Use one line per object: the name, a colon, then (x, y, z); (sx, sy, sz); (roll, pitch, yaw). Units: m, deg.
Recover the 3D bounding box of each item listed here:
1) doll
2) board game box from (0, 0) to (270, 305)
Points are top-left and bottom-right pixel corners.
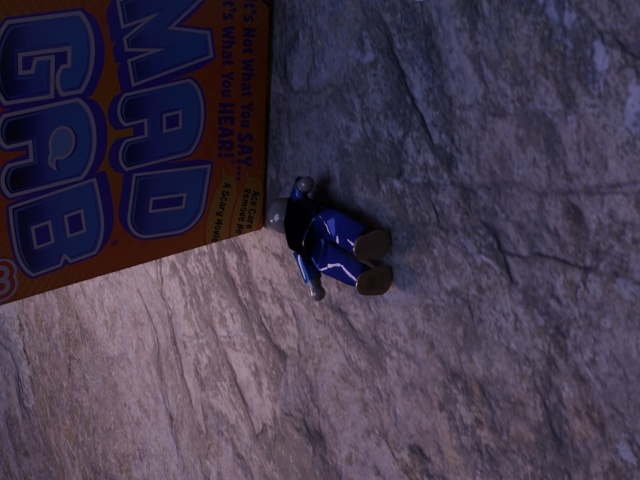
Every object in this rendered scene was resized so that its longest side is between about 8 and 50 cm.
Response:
doll: (0.000, 0.000, 1.434); (0.189, 0.046, 0.129); (31, 130, 53)
board game box: (-0.293, -0.199, 1.537); (0.356, 0.357, 0.356); (45, 142, 44)
